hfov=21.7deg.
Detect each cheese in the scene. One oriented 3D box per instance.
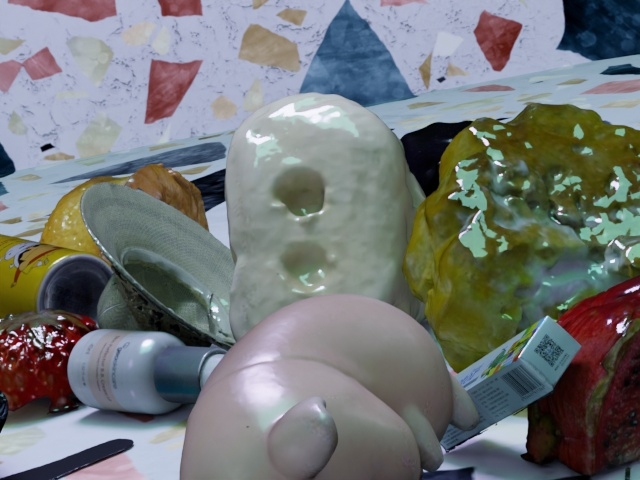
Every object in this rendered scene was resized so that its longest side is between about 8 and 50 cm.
[{"bbox_3d":[0.002,-0.001,1.484,0.173,0.248,0.251,-7,18,20],"label":"cheese"}]

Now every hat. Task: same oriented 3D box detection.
[{"bbox_3d":[-0.152,0.065,1.577,0.110,0.252,0.252,-52,1,16],"label":"hat"}]

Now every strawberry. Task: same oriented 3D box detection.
[{"bbox_3d":[-0.269,0.112,1.570,0.145,0.086,0.145,-10,13,2],"label":"strawberry"}]

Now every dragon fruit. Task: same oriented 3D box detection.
[{"bbox_3d":[0.188,0.084,1.166,0.120,0.127,0.161,-9,9,-31],"label":"dragon fruit"}]

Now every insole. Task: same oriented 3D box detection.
[{"bbox_3d":[-0.221,0.187,1.353,0.152,0.002,0.053,-19,13,-33],"label":"insole"}]

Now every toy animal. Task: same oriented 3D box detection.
[{"bbox_3d":[-0.002,0.122,1.057,0.166,0.154,0.250,-53,-7,25],"label":"toy animal"}]

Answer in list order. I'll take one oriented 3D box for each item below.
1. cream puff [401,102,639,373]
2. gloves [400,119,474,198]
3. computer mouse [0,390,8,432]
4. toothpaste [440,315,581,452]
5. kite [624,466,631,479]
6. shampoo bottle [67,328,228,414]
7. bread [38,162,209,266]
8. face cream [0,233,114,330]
[{"bbox_3d":[0.199,0.023,1.373,0.282,0.185,0.282,5,48,-5],"label":"cream puff"},{"bbox_3d":[0.172,-0.058,1.879,0.197,0.152,0.301,15,-4,-3],"label":"gloves"},{"bbox_3d":[-0.352,0.172,1.369,0.241,0.077,0.146,-10,11,27],"label":"computer mouse"},{"bbox_3d":[0.121,0.102,1.152,0.046,0.034,0.164,-50,3,-31],"label":"toothpaste"},{"bbox_3d":[0.189,0.162,1.064,0.044,0.002,0.078,-13,12,-6],"label":"kite"},{"bbox_3d":[-0.137,0.116,1.445,0.192,0.074,0.074,1,16,43],"label":"shampoo bottle"},{"bbox_3d":[-0.237,-0.017,2.029,0.160,0.147,0.260,-2,14,29],"label":"bread"},{"bbox_3d":[-0.349,0.047,1.888,0.105,0.105,0.348,-18,15,-31],"label":"face cream"}]
